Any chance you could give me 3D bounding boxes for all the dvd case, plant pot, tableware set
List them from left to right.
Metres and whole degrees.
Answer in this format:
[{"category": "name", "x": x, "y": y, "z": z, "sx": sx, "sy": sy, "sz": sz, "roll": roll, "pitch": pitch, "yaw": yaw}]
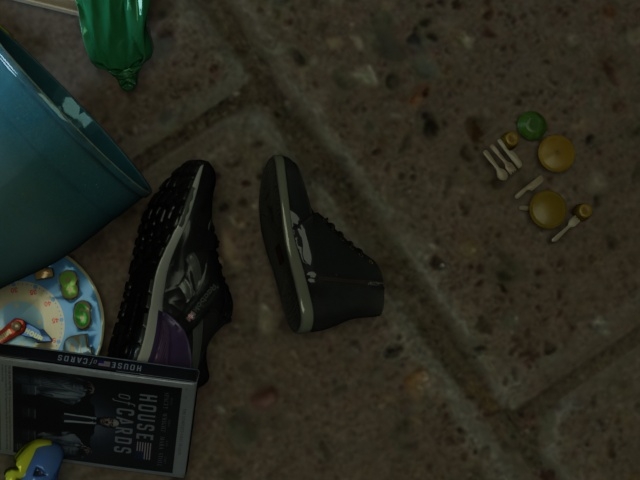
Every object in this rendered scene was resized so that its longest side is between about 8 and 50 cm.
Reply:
[{"category": "plant pot", "x": -0.377, "y": -0.066, "z": 1.671, "sx": 0.255, "sy": 0.271, "sz": 0.272, "roll": -44, "pitch": 90, "yaw": 1}, {"category": "dvd case", "x": -0.267, "y": 0.200, "z": 1.706, "sx": 0.238, "sy": 0.179, "sz": 0.030, "roll": 8, "pitch": 43, "yaw": -3}, {"category": "tableware set", "x": 0.281, "y": -0.082, "z": 1.828, "sx": 0.104, "sy": 0.024, "sz": 0.154, "roll": -39, "pitch": 88, "yaw": -9}]

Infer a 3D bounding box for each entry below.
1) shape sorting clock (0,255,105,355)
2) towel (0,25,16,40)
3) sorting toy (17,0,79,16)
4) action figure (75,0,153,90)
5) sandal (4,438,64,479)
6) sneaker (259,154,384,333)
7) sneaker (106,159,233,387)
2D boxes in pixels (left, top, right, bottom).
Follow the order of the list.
[{"category": "shape sorting clock", "x": -0.364, "y": 0.103, "z": 1.760, "sx": 0.206, "sy": 0.040, "sz": 0.206, "roll": 0, "pitch": 86, "yaw": -4}, {"category": "towel", "x": -0.494, "y": -0.288, "z": 1.791, "sx": 0.237, "sy": 0.021, "sz": 0.102, "roll": 42, "pitch": 84, "yaw": 0}, {"category": "sorting toy", "x": -0.305, "y": -0.383, "z": 1.777, "sx": 0.193, "sy": 0.038, "sz": 0.208, "roll": 13, "pitch": 110, "yaw": -3}, {"category": "action figure", "x": -0.248, "y": -0.291, "z": 1.754, "sx": 0.137, "sy": 0.063, "sz": 0.232, "roll": -4, "pitch": 111, "yaw": 2}, {"category": "sandal", "x": -0.339, "y": 0.389, "z": 1.708, "sx": 0.138, "sy": 0.126, "sz": 0.317, "roll": 13, "pitch": 94, "yaw": -6}, {"category": "sneaker", "x": 0.000, "y": 0.000, "z": 1.784, "sx": 0.118, "sy": 0.083, "sz": 0.222, "roll": -8, "pitch": 79, "yaw": -23}, {"category": "sneaker", "x": -0.161, "y": 0.047, "z": 1.765, "sx": 0.124, "sy": 0.107, "sz": 0.283, "roll": 22, "pitch": 77, "yaw": -29}]
